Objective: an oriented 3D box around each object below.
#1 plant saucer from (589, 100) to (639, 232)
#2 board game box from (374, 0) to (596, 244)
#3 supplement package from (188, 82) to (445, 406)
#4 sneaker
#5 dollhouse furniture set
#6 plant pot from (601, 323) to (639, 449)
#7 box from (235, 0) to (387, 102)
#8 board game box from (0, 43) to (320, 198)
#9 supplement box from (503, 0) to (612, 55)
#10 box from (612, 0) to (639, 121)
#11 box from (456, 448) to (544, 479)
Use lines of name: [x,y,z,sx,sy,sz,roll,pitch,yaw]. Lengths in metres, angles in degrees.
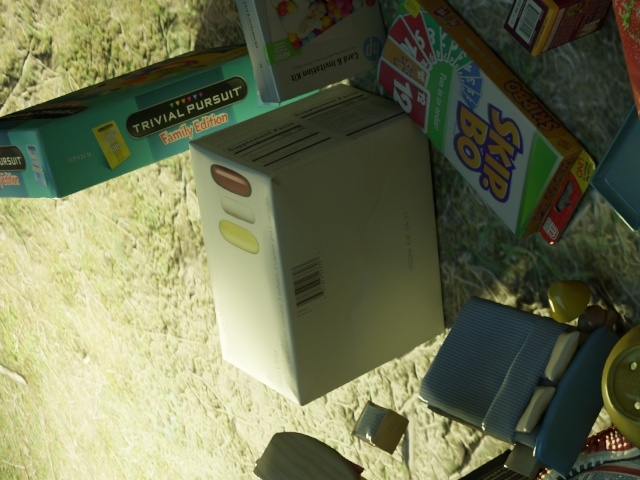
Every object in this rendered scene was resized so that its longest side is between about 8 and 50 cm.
plant saucer: [0.286,-0.089,1.303,0.067,0.018,0.192,51,146,23]
board game box: [0.152,-0.117,1.474,0.259,0.039,0.124,48,145,22]
supplement package: [0.000,0.000,1.614,0.145,0.204,0.262,25,131,48]
sneaker: [0.284,0.221,1.447,0.092,0.088,0.225,61,149,6]
dollhouse furniture set: [0.089,0.134,1.481,0.198,0.303,0.286,35,171,-34]
plant pot: [0.291,0.122,1.305,0.134,0.095,0.134,-5,80,32]
box: [-0.015,-0.245,1.530,0.038,0.145,0.186,10,118,55]
board game box: [-0.208,-0.137,1.710,0.254,0.336,0.079,2,112,56]
supplement box: [0.202,-0.197,1.293,0.043,0.083,0.055,50,145,26]
box: [0.317,-0.109,1.136,0.123,0.128,0.257,4,114,56]
box: [0.243,0.447,1.571,0.312,0.179,0.343,27,131,45]
